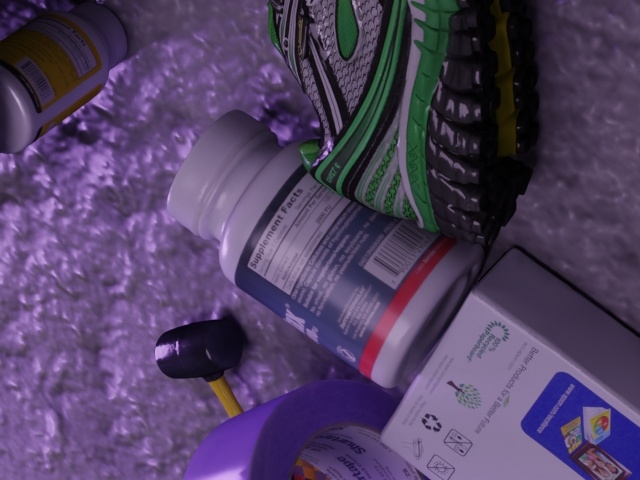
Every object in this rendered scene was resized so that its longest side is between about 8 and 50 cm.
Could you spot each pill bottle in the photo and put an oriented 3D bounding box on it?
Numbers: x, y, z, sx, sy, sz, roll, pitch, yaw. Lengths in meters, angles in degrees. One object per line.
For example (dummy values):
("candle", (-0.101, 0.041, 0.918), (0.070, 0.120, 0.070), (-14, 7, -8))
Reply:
("pill bottle", (0.000, 0.000, 1.146), (0.180, 0.108, 0.108), (34, 135, 13))
("pill bottle", (-0.177, -0.109, 1.193), (0.065, 0.116, 0.065), (19, 129, 25))

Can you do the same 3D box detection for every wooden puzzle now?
("wooden puzzle", (-0.008, 0.159, 1.338), (0.083, 0.006, 0.049), (12, 126, 31))

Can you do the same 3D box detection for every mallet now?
("mallet", (-0.045, 0.137, 1.325), (0.062, 0.039, 0.189), (-25, 103, 47))

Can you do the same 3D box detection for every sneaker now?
("sneaker", (0.028, -0.150, 0.988), (0.146, 0.134, 0.343), (11, 126, 22))

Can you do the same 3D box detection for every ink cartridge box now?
("ink cartridge box", (0.206, 0.163, 1.141), (0.333, 0.065, 0.165), (39, 135, 10))

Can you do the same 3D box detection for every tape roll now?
("tape roll", (0.004, 0.191, 1.221), (0.080, 0.189, 0.189), (-28, 101, 46))
